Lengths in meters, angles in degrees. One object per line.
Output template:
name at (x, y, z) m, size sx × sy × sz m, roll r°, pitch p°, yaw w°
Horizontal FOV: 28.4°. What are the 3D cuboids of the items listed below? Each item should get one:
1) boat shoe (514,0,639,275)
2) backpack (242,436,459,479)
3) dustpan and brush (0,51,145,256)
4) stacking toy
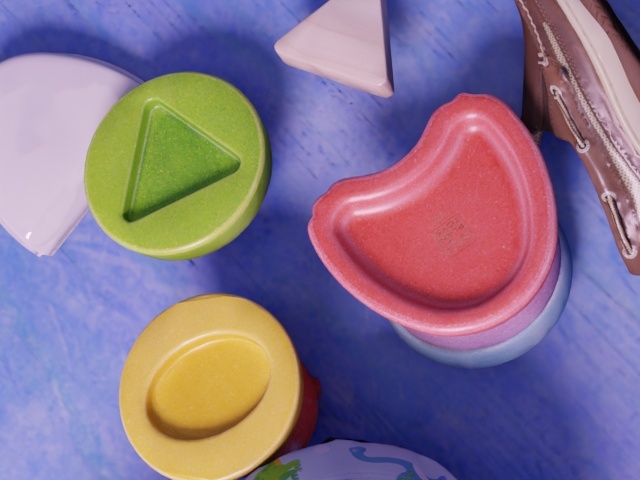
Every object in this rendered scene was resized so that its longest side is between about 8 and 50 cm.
boat shoe at (0.162, -0.092, 0.806) m, size 0.095 × 0.095 × 0.257 m, roll -34°, pitch 83°, yaw 19°
backpack at (-0.015, 0.294, 0.770) m, size 0.290 × 0.273 × 0.355 m, roll 39°, pitch 90°, yaw -19°
dustpan and brush at (-0.230, -0.102, 0.931) m, size 0.211 × 0.060 × 0.147 m, roll 38°, pitch 88°, yaw 5°
stacking toy at (0.000, 0.000, 0.860) m, size 0.309 × 0.130 × 0.279 m, roll -28°, pitch 66°, yaw 7°
